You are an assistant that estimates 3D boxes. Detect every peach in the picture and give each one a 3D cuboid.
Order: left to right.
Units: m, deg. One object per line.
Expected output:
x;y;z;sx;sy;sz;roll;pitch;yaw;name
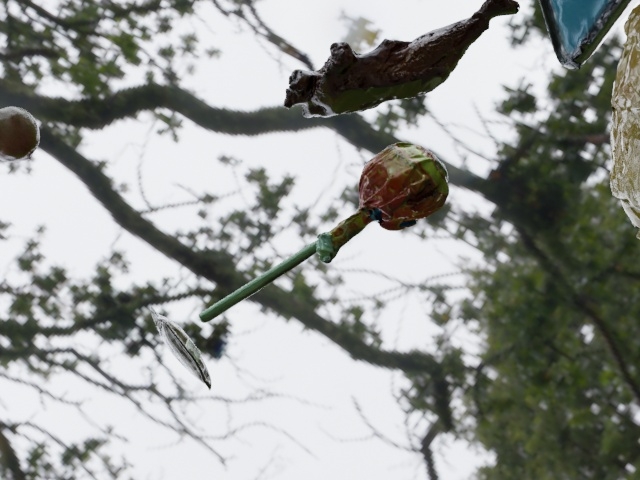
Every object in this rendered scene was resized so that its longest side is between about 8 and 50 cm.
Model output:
-0.441;-0.150;1.646;0.083;0.083;0.083;-31;-42;-33;peach

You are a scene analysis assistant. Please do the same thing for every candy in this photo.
0.000;0.000;0.800;0.201;0.060;0.060;-34;-36;0;candy

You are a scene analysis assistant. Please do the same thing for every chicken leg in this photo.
0.070;-0.154;1.007;0.219;0.048;0.089;-18;-27;-6;chicken leg

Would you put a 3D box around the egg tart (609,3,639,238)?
0.207;-0.002;0.509;0.098;0.232;0.252;-45;-64;8;egg tart

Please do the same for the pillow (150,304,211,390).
-0.197;0.151;1.633;0.033;0.217;0.130;-35;-81;-10;pillow

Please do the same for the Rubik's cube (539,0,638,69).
0.180;-0.257;0.543;0.228;0.229;0.233;45;-140;-48;Rubik's cube
